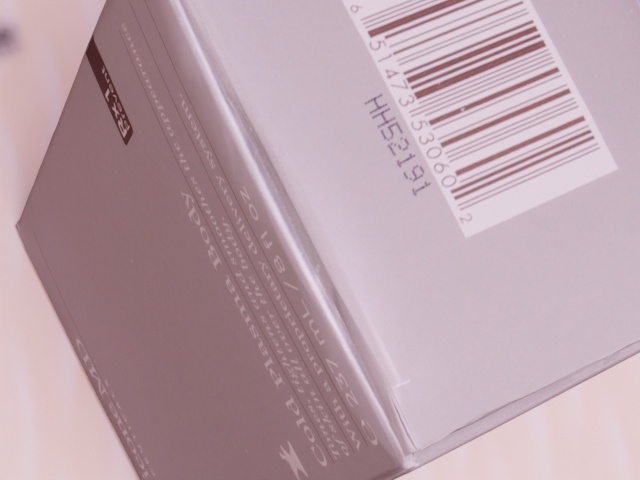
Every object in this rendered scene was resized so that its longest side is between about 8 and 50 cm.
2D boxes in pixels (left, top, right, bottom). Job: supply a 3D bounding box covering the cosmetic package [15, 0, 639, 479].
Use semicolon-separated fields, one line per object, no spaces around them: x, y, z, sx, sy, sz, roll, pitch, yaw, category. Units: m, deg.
0.000;0.000;0.465;0.107;0.238;0.127;-25;82;-22;cosmetic package
